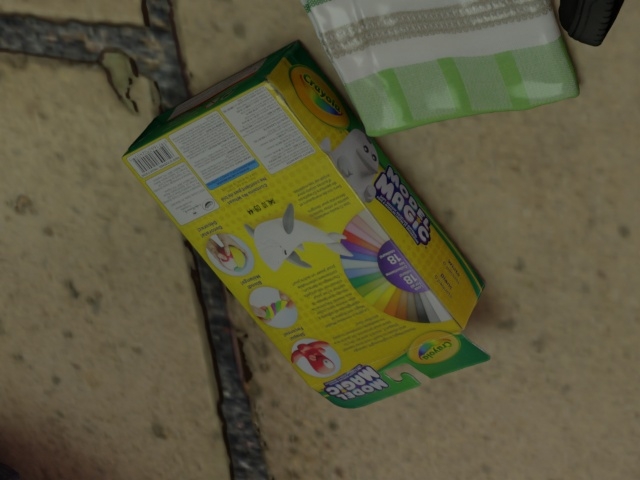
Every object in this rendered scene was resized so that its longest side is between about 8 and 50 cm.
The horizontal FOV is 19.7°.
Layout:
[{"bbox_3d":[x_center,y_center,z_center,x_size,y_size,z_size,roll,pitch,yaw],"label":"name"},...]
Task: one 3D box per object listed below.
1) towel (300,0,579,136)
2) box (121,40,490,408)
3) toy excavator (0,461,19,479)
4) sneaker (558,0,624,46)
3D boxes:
[{"bbox_3d":[0.037,-0.114,0.788,0.113,0.023,0.152,-8,123,32],"label":"towel"},{"bbox_3d":[0.000,0.000,0.889,0.105,0.043,0.179,-23,111,38],"label":"box"},{"bbox_3d":[-0.223,0.313,0.979,0.222,0.445,0.433,35,134,-4],"label":"toy excavator"},{"bbox_3d":[0.086,-0.161,0.708,0.089,0.051,0.170,17,128,14],"label":"sneaker"}]
